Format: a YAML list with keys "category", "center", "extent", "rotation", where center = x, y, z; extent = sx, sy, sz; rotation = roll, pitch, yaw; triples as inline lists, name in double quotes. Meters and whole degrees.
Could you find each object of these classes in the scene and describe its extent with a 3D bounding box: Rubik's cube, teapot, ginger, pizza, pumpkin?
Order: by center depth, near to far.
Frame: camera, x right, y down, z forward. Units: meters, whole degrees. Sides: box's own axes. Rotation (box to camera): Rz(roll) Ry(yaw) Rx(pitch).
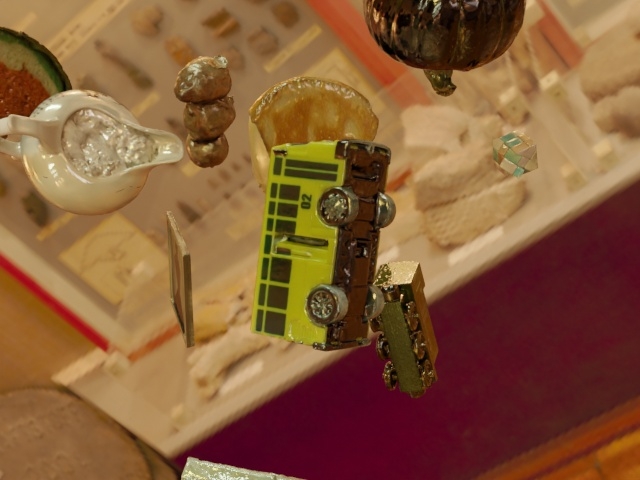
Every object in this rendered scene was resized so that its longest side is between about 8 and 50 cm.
- category: "pizza"
  center: [0.005, -0.118, 1.491]
  extent: [0.181, 0.262, 0.034]
  rotation: [-17, 27, -8]
- category: "teapot"
  center: [-0.386, -0.145, 1.642]
  extent: [0.166, 0.300, 0.208]
  rotation: [-4, 83, 47]
- category: "ginger"
  center: [-0.188, -0.208, 1.675]
  extent: [0.104, 0.204, 0.080]
  rotation: [-32, 54, -26]
- category: "pumpkin"
  center: [0.216, -0.403, 1.840]
  extent: [0.296, 0.296, 0.296]
  rotation: [-35, 28, 22]
- category: "Rubik's cube"
  center: [0.358, -0.153, 1.907]
  extent: [0.073, 0.084, 0.075]
  rotation: [-23, 24, -14]

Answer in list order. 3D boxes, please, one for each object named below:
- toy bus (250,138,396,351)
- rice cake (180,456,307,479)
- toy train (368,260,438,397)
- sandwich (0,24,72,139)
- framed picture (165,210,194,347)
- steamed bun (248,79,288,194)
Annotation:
- category: "toy bus"
  center: [0.000, 0.000, 1.309]
  extent: [0.150, 0.128, 0.262]
  rotation: [8, 93, 31]
- category: "rice cake"
  center: [-0.025, 0.345, 1.336]
  extent: [0.336, 0.063, 0.066]
  rotation: [7, 78, 17]
- category: "toy train"
  center: [0.147, 0.155, 1.758]
  extent: [0.090, 0.225, 0.137]
  rotation: [-5, 28, 21]
- category: "sandwich"
  center: [-0.548, -0.264, 1.713]
  extent: [0.109, 0.292, 0.212]
  rotation: [19, 102, 29]
- category: "framed picture"
  center: [-0.252, 0.070, 1.835]
  extent: [0.015, 0.203, 0.150]
  rotation: [-9, 36, -17]
- category: "steamed bun"
  center: [-0.052, -0.197, 2.040]
  extent: [0.273, 0.166, 0.232]
  rotation: [-22, 60, 58]
